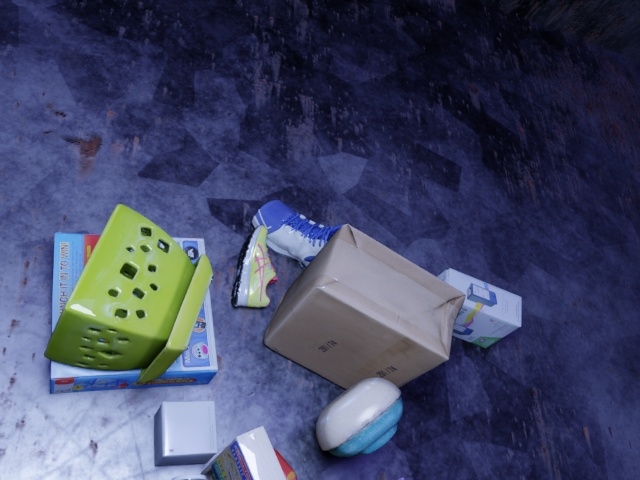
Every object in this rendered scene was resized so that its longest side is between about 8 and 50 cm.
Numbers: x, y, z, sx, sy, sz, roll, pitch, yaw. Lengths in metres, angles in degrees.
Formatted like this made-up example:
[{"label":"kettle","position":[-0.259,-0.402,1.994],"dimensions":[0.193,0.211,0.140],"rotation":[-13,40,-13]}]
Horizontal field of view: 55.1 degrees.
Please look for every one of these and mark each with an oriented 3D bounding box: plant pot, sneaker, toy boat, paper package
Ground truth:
[{"label":"plant pot","position":[-0.327,0.110,1.084],"dimensions":[0.207,0.228,0.227],"rotation":[26,51,-16]},{"label":"sneaker","position":[-0.140,0.063,1.409],"dimensions":[0.094,0.081,0.208],"rotation":[17,64,-16]},{"label":"toy boat","position":[0.036,0.401,1.200],"dimensions":[0.318,0.267,0.148],"rotation":[-36,80,-6]},{"label":"paper package","position":[0.083,0.168,1.286],"dimensions":[0.310,0.325,0.168],"rotation":[30,52,-6]},{"label":"sneaker","position":[0.001,0.001,1.446],"dimensions":[0.315,0.182,0.127],"rotation":[45,50,7]}]

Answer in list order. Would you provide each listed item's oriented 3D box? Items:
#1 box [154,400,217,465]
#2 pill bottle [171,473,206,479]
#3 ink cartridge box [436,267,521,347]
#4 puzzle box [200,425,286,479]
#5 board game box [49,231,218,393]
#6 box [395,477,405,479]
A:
[{"label":"box","position":[-0.254,0.360,1.147],"dimensions":[0.102,0.087,0.101],"rotation":[5,58,-23]},{"label":"pill bottle","position":[-0.234,0.482,1.092],"dimensions":[0.065,0.065,0.116],"rotation":[6,57,-22]},{"label":"ink cartridge box","position":[0.365,0.171,1.525],"dimensions":[0.213,0.154,0.093],"rotation":[24,53,-11]},{"label":"puzzle box","position":[-0.073,0.535,1.002],"dimensions":[0.052,0.272,0.408],"rotation":[-14,66,-32]},{"label":"board game box","position":[-0.377,0.139,1.235],"dimensions":[0.302,0.086,0.308],"rotation":[3,58,-24]},{"label":"box","position":[0.076,0.592,1.023],"dimensions":[0.177,0.290,0.279],"rotation":[-16,68,-34]}]
